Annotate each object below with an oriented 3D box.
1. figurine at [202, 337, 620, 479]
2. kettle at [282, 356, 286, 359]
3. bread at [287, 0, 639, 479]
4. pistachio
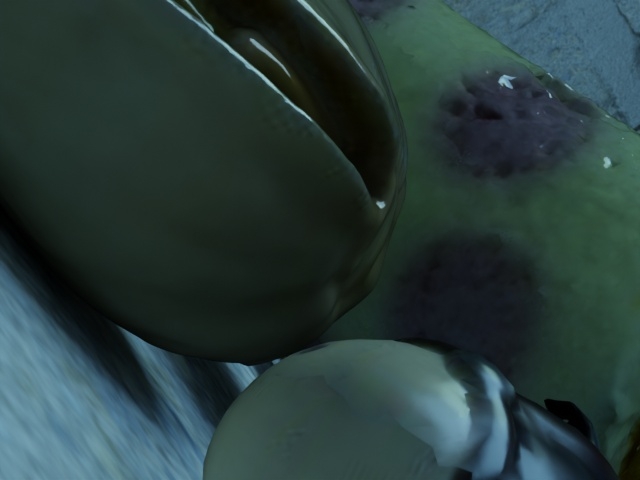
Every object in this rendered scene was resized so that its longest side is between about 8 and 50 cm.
[{"bbox_3d":[0.130,0.156,0.511,0.306,0.241,0.412,22,-4,45],"label":"figurine"},{"bbox_3d":[0.000,0.000,1.133,0.210,0.160,0.243,-95,162,-47],"label":"kettle"},{"bbox_3d":[0.024,-0.017,0.773,0.338,0.155,0.187,37,-14,27],"label":"bread"},{"bbox_3d":[-0.056,-0.050,0.561,0.152,0.126,0.223,1,-38,48],"label":"pistachio"}]
